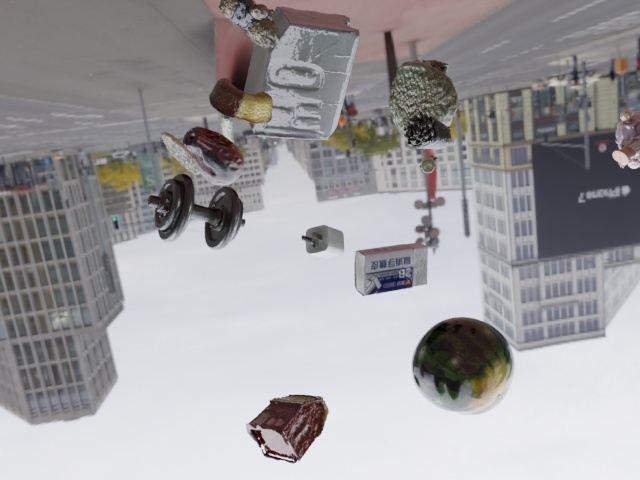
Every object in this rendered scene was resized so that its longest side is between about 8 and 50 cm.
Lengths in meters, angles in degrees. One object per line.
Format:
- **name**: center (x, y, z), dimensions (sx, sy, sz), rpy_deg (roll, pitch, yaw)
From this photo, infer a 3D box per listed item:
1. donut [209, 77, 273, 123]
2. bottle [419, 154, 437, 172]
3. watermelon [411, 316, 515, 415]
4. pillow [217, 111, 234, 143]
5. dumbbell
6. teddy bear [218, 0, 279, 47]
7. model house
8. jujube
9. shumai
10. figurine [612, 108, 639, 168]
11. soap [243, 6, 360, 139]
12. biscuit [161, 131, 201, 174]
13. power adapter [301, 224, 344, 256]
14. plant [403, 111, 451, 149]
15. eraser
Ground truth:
- **donut**: center (-0.252, -0.452, 1.740), dimensions (0.217, 0.085, 0.141), rpy_deg (16, -150, -14)
- **bottle**: center (0.376, -0.270, 1.860), dimensions (0.063, 0.047, 0.101), rpy_deg (0, -156, 17)
- **watermelon**: center (0.366, 0.324, 1.384), dimensions (0.268, 0.269, 0.269), rpy_deg (-8, -169, 2)
- **pillow**: center (-0.365, -0.448, 2.070), dimensions (0.050, 0.128, 0.229), rpy_deg (-12, 154, -11)
- **dumbbell**: center (-0.339, -0.076, 1.495), dimensions (0.289, 0.192, 0.192), rpy_deg (14, 176, -36)
- **teddy bear**: center (-0.199, -0.621, 1.406), dimensions (0.129, 0.252, 0.182), rpy_deg (-22, -153, 10)
- **model house**: center (-0.101, 0.642, 1.904), dimensions (0.195, 0.160, 0.254), rpy_deg (-12, -164, 45)
- **jujube**: center (-0.367, -0.288, 1.813), dimensions (0.168, 0.168, 0.236), rpy_deg (0, 154, 34)
- **shumai**: center (0.351, -0.452, 1.710), dimensions (0.225, 0.261, 0.221), rpy_deg (1, -162, 42)
- **figurine**: center (0.974, -0.306, 1.637), dimensions (0.133, 0.200, 0.276), rpy_deg (-7, -149, 36)
- **soap**: center (-0.078, -0.600, 1.945), dimensions (0.349, 0.436, 0.213), rpy_deg (5, -142, -18)
- **biscuit**: center (-0.388, -0.242, 1.492), dimensions (0.020, 0.152, 0.152), rpy_deg (-45, -155, -17)
- **power adapter**: center (0.000, 0.000, 2.414), dimensions (0.129, 0.125, 0.204), rpy_deg (-12, 162, 33)
- **plant**: center (0.293, -0.298, 1.474), dimensions (0.143, 0.095, 0.092), rpy_deg (2, 175, -38)
- **eraser**: center (0.204, 0.079, 1.524), dimensions (0.209, 0.125, 0.068), rpy_deg (-7, -167, -22)
